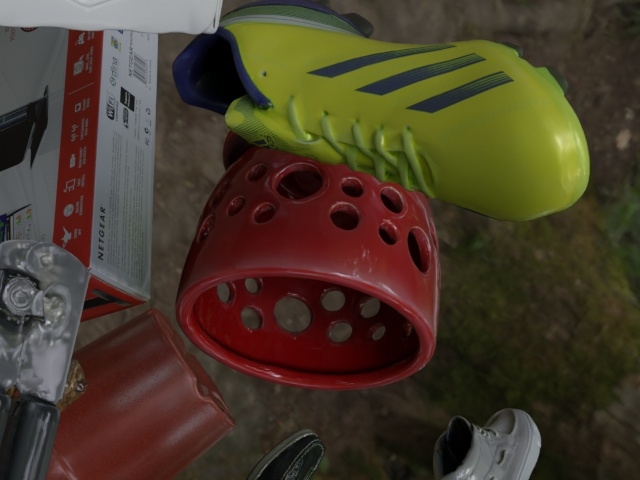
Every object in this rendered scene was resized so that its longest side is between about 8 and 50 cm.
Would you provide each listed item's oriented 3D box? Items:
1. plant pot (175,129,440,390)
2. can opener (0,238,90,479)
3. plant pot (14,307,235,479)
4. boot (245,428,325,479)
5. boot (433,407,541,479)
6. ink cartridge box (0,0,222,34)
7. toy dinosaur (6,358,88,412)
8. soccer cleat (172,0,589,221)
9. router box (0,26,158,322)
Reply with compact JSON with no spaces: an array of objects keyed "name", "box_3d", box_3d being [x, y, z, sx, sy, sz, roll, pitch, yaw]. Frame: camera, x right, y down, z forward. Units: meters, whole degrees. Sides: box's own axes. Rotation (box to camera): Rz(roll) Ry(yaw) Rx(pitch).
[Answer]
[{"name":"plant pot","box_3d":[0.000,0.000,0.825,0.191,0.174,0.191,7,146,5]},{"name":"can opener","box_3d":[-0.235,0.135,0.780,0.076,0.095,0.283,23,69,-36]},{"name":"plant pot","box_3d":[-0.278,0.245,1.484,0.265,0.272,0.272,-35,131,-5]},{"name":"boot","box_3d":[-0.026,0.352,1.277,0.236,0.178,0.085,-50,143,-20]},{"name":"boot","box_3d":[0.223,0.278,1.477,0.095,0.258,0.123,-28,106,26]},{"name":"ink cartridge box","box_3d":[-0.180,-0.206,0.632,0.172,0.237,0.100,-6,121,-38]},{"name":"toy dinosaur","box_3d":[-0.296,0.172,0.940,0.211,0.064,0.112,-36,123,13]},{"name":"soccer cleat","box_3d":[0.019,-0.065,0.583,0.121,0.289,0.093,-23,122,-25]},{"name":"router box","box_3d":[-0.298,-0.069,1.035,0.301,0.335,0.082,-17,150,26]}]
